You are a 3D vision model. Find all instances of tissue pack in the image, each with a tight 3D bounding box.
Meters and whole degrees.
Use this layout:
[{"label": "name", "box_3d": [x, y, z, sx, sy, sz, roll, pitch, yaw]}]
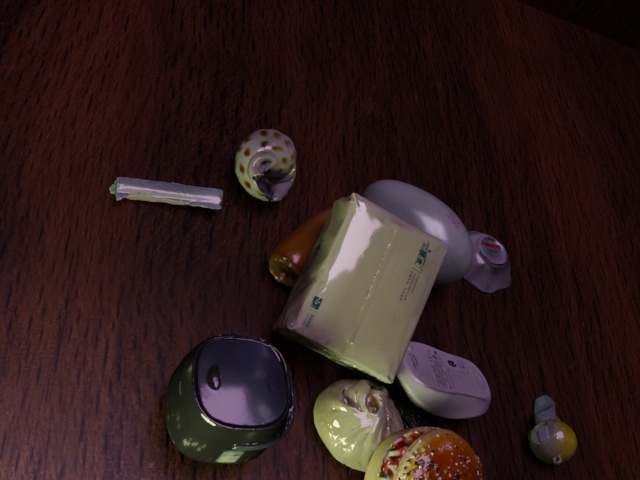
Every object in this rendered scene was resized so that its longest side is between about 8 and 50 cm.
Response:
[{"label": "tissue pack", "box_3d": [0.097, 0.114, 1.734, 0.297, 0.207, 0.381, 28, 75, -14]}]

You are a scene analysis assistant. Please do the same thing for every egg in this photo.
[{"label": "egg", "box_3d": [0.263, -0.025, 2.006, 0.371, 0.230, 0.230, 42, 47, 11]}]

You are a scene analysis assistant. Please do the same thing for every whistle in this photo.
[{"label": "whistle", "box_3d": [0.615, 0.508, 1.899, 0.122, 0.123, 0.223, 26, 32, -10]}]

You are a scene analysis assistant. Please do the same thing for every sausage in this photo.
[{"label": "sausage", "box_3d": [0.000, -0.004, 1.922, 0.134, 0.116, 0.354, 23, 41, 24]}]

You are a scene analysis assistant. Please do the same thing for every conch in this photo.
[{"label": "conch", "box_3d": [-0.149, -0.218, 1.976, 0.148, 0.183, 0.275, 7, 29, 31]}]

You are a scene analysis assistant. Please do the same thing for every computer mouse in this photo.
[{"label": "computer mouse", "box_3d": [0.291, 0.361, 1.799, 0.296, 0.121, 0.184, 15, 37, -28]}]

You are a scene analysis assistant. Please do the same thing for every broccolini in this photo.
[{"label": "broccolini", "box_3d": [0.235, 0.502, 1.742, 0.057, 0.071, 0.255, 39, 34, -62]}]

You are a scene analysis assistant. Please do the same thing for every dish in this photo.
[{"label": "dish", "box_3d": [0.511, 0.048, 2.190, 0.229, 0.081, 0.230, 15, 50, -19]}]

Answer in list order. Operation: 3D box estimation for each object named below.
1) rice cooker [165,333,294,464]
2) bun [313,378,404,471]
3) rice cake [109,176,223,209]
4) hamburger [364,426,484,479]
[{"label": "rice cooker", "box_3d": [-0.190, 0.335, 1.490, 0.267, 0.224, 0.267, 15, 49, -18]}, {"label": "bun", "box_3d": [0.101, 0.412, 1.659, 0.230, 0.133, 0.231, 15, 49, -18]}, {"label": "rice cake", "box_3d": [-0.389, -0.112, 1.827, 0.290, 0.051, 0.081, 5, 46, -25]}, {"label": "hamburger", "box_3d": [0.234, 0.550, 1.546, 0.300, 0.176, 0.301, 4, 83, -33]}]
